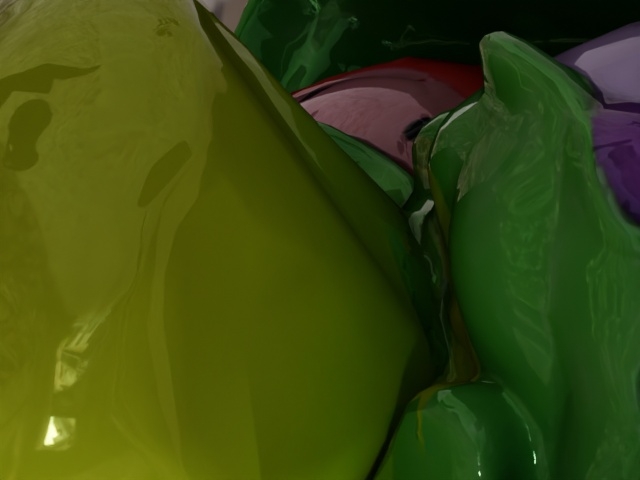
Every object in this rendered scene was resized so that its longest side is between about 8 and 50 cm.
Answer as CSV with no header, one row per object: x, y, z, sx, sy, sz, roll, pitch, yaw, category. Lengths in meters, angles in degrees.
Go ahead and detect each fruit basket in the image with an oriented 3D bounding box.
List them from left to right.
0.000,0.000,0.437,0.392,0.283,0.392,24,171,4,fruit basket
